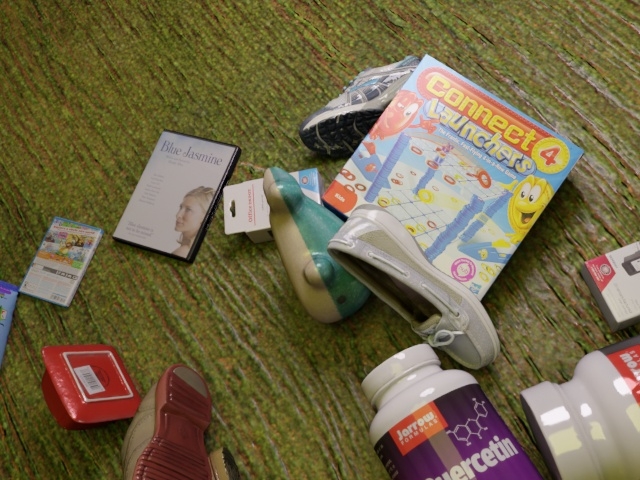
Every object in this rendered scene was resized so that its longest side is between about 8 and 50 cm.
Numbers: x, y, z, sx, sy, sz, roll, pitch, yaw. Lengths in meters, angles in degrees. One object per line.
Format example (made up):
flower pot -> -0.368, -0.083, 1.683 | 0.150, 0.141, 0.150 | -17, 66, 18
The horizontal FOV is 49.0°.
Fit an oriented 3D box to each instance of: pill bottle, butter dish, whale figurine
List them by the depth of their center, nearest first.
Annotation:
pill bottle -> 0.473, 0.223, 0.937 | 0.363, 0.210, 0.210 | -21, 64, 5
pill bottle -> 0.190, 0.313, 0.990 | 0.182, 0.181, 0.323 | -33, 64, 0
whale figurine -> 0.000, 0.000, 1.132 | 0.141, 0.272, 0.216 | -24, 25, 0
butter dish -> -0.411, 0.268, 1.207 | 0.118, 0.160, 0.160 | -47, 62, 19

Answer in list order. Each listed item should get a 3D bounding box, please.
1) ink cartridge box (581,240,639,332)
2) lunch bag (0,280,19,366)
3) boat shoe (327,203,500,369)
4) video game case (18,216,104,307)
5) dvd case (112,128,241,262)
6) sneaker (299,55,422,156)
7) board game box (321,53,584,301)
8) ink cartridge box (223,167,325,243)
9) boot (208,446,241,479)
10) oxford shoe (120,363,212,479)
ink cartridge box -> 0.499, 0.060, 1.080 | 0.151, 0.063, 0.109 | -23, 64, 5
lunch bag -> -0.696, 0.142, 1.236 | 0.138, 0.293, 0.220 | -2, 67, 14
boat shoe -> 0.143, 0.088, 1.069 | 0.320, 0.118, 0.103 | 48, 59, -11
video game case -> -0.511, 0.041, 1.385 | 0.119, 0.015, 0.166 | 14, 72, 20
dvd case -> -0.280, -0.092, 1.375 | 0.180, 0.022, 0.253 | 15, 72, 20
sneaker -> 0.087, -0.255, 1.315 | 0.283, 0.110, 0.122 | -23, 52, -3
board game box -> 0.212, -0.097, 1.159 | 0.308, 0.086, 0.302 | 34, 85, 11
ink cartridge box -> -0.082, -0.060, 1.287 | 0.180, 0.060, 0.104 | -10, 66, 11
boot -> -0.234, 0.474, 1.082 | 0.270, 0.089, 0.236 | -28, 43, 1
oxford shoe -> -0.248, 0.352, 1.076 | 0.130, 0.123, 0.348 | -42, 23, 22
